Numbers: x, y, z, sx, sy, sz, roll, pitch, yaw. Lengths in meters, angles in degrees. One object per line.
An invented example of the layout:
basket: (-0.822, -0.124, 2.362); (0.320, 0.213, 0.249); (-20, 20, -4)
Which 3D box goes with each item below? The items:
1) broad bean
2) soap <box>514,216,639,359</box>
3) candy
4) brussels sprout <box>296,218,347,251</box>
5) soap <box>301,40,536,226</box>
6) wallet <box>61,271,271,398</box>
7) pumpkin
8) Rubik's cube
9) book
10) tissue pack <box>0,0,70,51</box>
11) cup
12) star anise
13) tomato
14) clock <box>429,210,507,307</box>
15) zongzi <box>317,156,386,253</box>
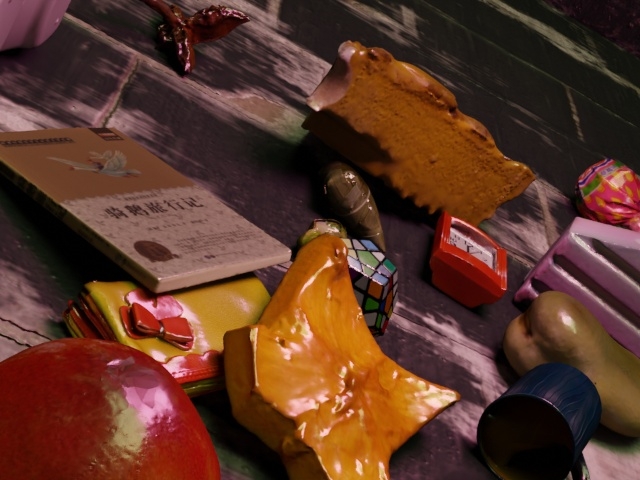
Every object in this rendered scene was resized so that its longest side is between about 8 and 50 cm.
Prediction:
broad bean: (0.353, 0.169, 1.453); (0.263, 0.121, 0.189); (39, 20, -23)
soap: (0.467, 0.104, 1.563); (0.324, 0.193, 0.109); (39, 29, 8)
candy: (0.604, 0.009, 1.973); (0.365, 0.124, 0.124); (53, 32, 11)
brussels sprout: (-0.001, 0.000, 1.387); (0.051, 0.046, 0.083); (38, 29, 21)
soap: (0.151, -0.134, 1.550); (0.339, 0.169, 0.304); (34, 8, 1)
wallet: (-0.123, 0.093, 1.097); (0.241, 0.067, 0.141); (-5, 49, -50)
pumpkin: (0.020, 0.157, 1.084); (0.258, 0.095, 0.290); (48, 33, -7)
Rubik's cube: (0.027, 0.060, 1.254); (0.133, 0.133, 0.112); (8, 65, -40)
book: (-0.208, -0.045, 1.197); (0.310, 0.021, 0.217); (34, 26, 27)
tissue pack: (-0.426, -0.328, 1.249); (0.236, 0.229, 0.333); (33, 29, -6)
cup: (0.259, 0.228, 1.271); (0.113, 0.150, 0.138); (8, 15, 27)
star anise: (-0.213, -0.341, 1.608); (0.158, 0.144, 0.140); (17, 51, 33)
tomato: (-0.181, 0.157, 0.862); (0.233, 0.139, 0.200); (-2, 39, -47)
clock: (0.207, 0.028, 1.551); (0.113, 0.061, 0.155); (32, 25, -3)
zongzi: (0.046, -0.052, 1.540); (0.130, 0.062, 0.154); (55, 3, -16)
